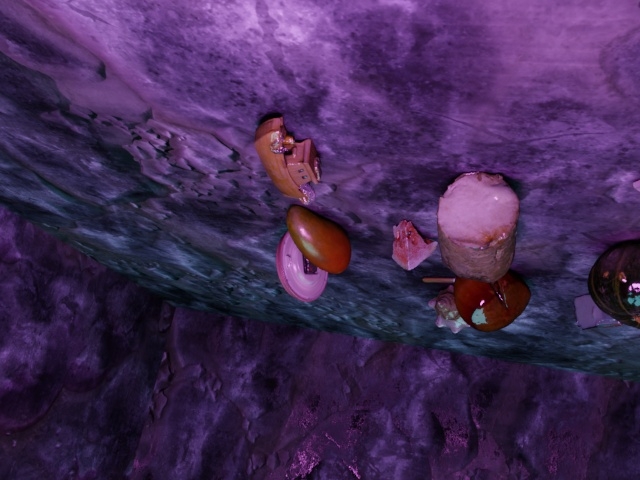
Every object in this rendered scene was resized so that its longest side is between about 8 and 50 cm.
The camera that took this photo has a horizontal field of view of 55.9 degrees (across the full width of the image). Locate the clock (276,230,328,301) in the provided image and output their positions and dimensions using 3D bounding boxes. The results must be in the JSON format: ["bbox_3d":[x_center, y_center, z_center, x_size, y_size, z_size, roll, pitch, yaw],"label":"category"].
[{"bbox_3d":[-0.051,0.071,1.892,0.056,0.244,0.244,-11,153,33],"label":"clock"}]

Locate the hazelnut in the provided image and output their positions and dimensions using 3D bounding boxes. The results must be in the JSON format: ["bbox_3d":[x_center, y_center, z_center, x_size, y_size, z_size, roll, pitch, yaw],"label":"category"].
[{"bbox_3d":[0.548,0.180,1.952,0.252,0.217,0.217,-8,169,-20],"label":"hazelnut"}]

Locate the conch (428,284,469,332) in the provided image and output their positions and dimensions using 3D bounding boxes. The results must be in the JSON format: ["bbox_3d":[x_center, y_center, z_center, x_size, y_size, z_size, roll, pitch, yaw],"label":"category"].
[{"bbox_3d":[0.510,0.269,2.302,0.203,0.169,0.386,31,172,31],"label":"conch"}]

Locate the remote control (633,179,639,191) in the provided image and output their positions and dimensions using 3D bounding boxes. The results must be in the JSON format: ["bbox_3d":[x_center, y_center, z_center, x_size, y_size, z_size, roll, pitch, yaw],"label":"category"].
[{"bbox_3d":[0.693,-0.126,1.171,0.050,0.027,0.184,15,161,-12],"label":"remote control"}]

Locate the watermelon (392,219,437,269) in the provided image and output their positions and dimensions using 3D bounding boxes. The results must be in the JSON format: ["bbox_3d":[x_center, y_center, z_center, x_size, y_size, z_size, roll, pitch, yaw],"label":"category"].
[{"bbox_3d":[0.247,0.015,1.772,0.158,0.121,0.098,34,174,-42],"label":"watermelon"}]

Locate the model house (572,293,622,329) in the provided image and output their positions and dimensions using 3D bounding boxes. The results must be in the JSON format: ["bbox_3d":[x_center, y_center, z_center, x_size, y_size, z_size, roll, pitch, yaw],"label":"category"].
[{"bbox_3d":[0.962,0.243,2.034,0.149,0.119,0.148,5,163,-12],"label":"model house"}]

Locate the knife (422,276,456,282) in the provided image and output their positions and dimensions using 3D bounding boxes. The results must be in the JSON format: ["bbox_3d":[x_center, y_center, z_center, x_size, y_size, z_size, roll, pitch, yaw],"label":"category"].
[{"bbox_3d":[0.492,0.137,2.130,0.298,0.017,0.047,-2,152,38],"label":"knife"}]

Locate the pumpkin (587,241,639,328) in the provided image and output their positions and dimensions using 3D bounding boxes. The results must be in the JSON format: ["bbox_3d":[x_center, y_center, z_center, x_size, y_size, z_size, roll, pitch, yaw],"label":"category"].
[{"bbox_3d":[0.846,0.116,1.548,0.300,0.207,0.300,23,171,4],"label":"pumpkin"}]

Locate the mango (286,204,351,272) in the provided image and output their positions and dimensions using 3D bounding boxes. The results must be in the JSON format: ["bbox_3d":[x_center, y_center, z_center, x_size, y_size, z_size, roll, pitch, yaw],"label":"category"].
[{"bbox_3d":[0.000,0.006,1.820,0.129,0.146,0.289,0,159,40],"label":"mango"}]

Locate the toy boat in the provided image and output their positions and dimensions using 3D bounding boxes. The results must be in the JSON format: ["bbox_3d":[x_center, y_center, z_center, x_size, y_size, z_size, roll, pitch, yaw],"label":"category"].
[{"bbox_3d":[-0.063,-0.180,1.385,0.122,0.089,0.321,1,159,12],"label":"toy boat"}]

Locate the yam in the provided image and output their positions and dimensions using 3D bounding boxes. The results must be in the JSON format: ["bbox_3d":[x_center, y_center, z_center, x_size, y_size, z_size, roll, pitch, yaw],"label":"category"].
[{"bbox_3d":[0.371,-0.020,1.430,0.195,0.195,0.300,6,160,17],"label":"yam"}]
